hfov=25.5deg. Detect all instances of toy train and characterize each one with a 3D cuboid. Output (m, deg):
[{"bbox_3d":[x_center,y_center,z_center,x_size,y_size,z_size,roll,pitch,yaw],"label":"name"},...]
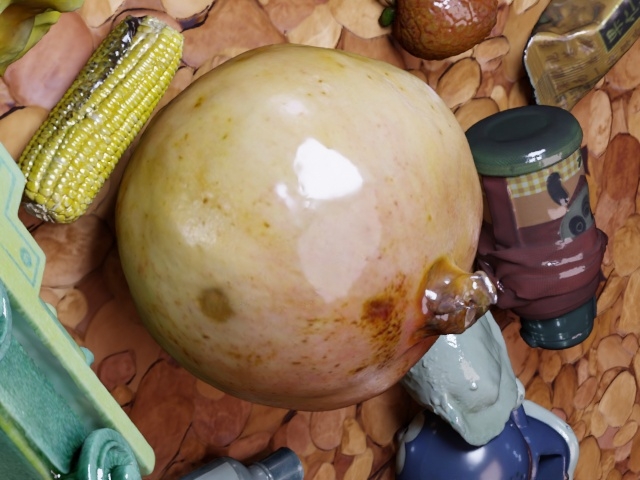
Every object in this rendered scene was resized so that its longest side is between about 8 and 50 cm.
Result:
[{"bbox_3d":[-0.245,0.086,1.071,0.237,0.150,0.369,-89,156,-50],"label":"toy train"}]

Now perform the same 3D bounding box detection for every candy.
[{"bbox_3d":[0.311,-0.259,1.579,0.271,0.101,0.143,-53,138,-9],"label":"candy"}]

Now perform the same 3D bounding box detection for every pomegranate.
[{"bbox_3d":[0.000,0.000,1.205,0.338,0.338,0.338,-15,113,-39],"label":"pomegranate"}]

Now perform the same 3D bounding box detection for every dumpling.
[{"bbox_3d":[0.132,0.118,1.513,0.152,0.108,0.219,29,45,-65],"label":"dumpling"}]

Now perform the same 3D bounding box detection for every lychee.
[{"bbox_3d":[0.106,-0.238,1.396,0.101,0.140,0.114,-58,171,-19],"label":"lychee"}]

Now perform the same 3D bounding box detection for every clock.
[{"bbox_3d":[0.186,0.249,1.592,0.243,0.146,0.200,7,102,-51],"label":"clock"}]

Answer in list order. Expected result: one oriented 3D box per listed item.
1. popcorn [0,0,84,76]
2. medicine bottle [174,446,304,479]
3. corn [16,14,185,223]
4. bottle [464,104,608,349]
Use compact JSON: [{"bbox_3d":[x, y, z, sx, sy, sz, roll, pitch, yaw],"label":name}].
[{"bbox_3d":[-0.265,-0.221,0.941,0.282,0.282,0.247,-43,116,-25],"label":"popcorn"},{"bbox_3d":[-0.106,0.262,1.380,0.208,0.053,0.090,-23,118,-37],"label":"medicine bottle"},{"bbox_3d":[-0.185,-0.104,1.184,0.203,0.072,0.072,-57,133,-15],"label":"corn"},{"bbox_3d":[0.245,-0.009,1.563,0.156,0.143,0.271,-21,117,-8],"label":"bottle"}]
